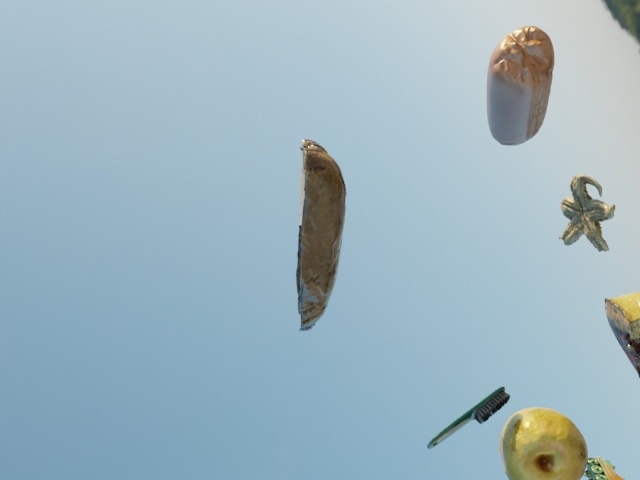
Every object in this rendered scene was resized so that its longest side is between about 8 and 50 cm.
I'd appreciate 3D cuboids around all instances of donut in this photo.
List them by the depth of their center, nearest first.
[{"bbox_3d":[0.689,0.182,1.757,0.217,0.085,0.141,57,-172,-48],"label":"donut"}]

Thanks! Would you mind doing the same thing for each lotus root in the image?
[{"bbox_3d":[0.000,0.001,1.316,0.167,0.078,0.329,-84,-3,-64],"label":"lotus root"}]

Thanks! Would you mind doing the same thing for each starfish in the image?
[{"bbox_3d":[0.472,-0.043,1.445,0.150,0.053,0.209,62,172,-3],"label":"starfish"}]

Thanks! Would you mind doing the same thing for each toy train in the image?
[{"bbox_3d":[0.571,0.474,1.625,0.103,0.064,0.044,-90,1,-69],"label":"toy train"}]

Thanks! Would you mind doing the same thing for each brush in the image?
[{"bbox_3d":[0.281,0.338,1.511,0.032,0.193,0.043,43,157,36],"label":"brush"}]

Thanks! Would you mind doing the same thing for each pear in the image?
[{"bbox_3d":[0.422,0.401,1.546,0.178,0.178,0.178,42,-147,-37],"label":"pear"}]

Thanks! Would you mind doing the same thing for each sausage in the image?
[{"bbox_3d":[0.267,-0.199,1.092,0.289,0.086,0.086,43,-153,-75],"label":"sausage"}]
